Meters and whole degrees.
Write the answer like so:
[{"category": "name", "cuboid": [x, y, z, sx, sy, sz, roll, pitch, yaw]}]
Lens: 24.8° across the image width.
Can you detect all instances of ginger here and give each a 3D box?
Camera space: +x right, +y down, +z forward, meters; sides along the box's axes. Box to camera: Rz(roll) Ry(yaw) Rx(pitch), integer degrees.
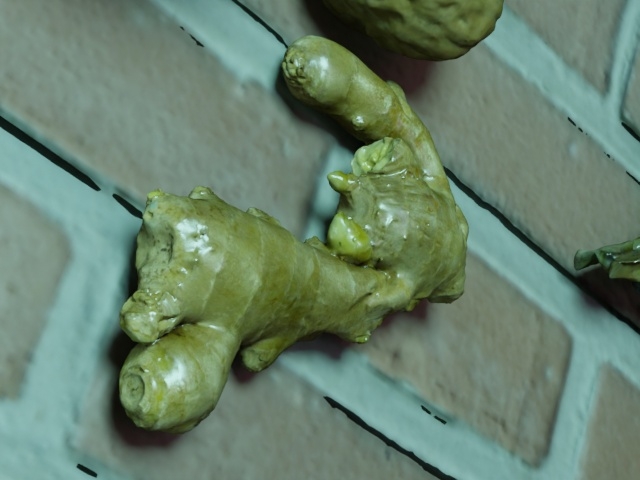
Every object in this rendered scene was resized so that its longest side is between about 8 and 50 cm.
[{"category": "ginger", "cuboid": [0.000, 0.000, 0.606, 0.176, 0.052, 0.193, 22, 68, -33]}]

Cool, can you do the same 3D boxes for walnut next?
[{"category": "walnut", "cuboid": [0.039, -0.122, 0.647, 0.096, 0.082, 0.079, 33, 34, -32]}]

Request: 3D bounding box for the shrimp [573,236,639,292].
[{"category": "shrimp", "cuboid": [0.235, -0.052, 0.825, 0.317, 0.077, 0.168, -25, 90, -46]}]
